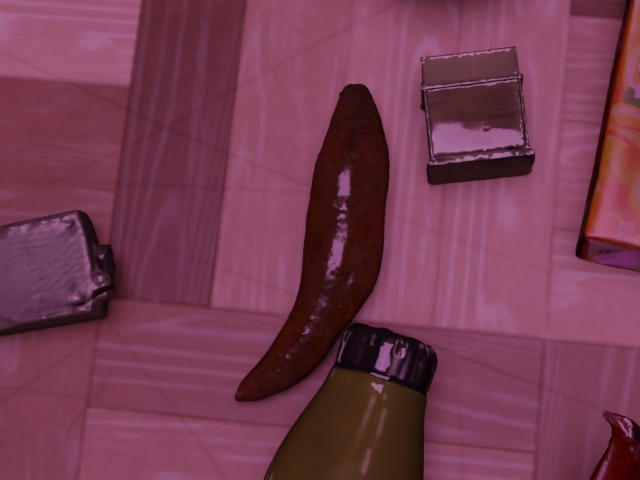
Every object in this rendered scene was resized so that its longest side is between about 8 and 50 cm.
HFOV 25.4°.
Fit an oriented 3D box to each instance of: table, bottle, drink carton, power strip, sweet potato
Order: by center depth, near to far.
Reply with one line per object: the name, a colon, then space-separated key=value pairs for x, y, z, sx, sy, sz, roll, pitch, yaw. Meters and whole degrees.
bottle: x=0.011 y=0.188 z=0.976 sx=0.112 sy=0.112 sz=0.260 roll=18 pitch=81 yaw=8
drink carton: x=0.255 y=-0.090 z=1.032 sx=0.096 sy=0.071 sz=0.223 roll=12 pitch=79 yaw=7
sweet potato: x=0.009 y=0.005 z=1.043 sx=0.078 sy=0.058 sz=0.255 roll=14 pitch=83 yaw=24
table: x=0.113 y=-0.091 z=1.047 sx=0.079 sy=0.062 sz=0.083 roll=-6 pitch=79 yaw=4
power strip: x=-0.292 y=0.043 z=1.063 sx=0.285 sy=0.048 sz=0.080 roll=-11 pitch=76 yaw=3

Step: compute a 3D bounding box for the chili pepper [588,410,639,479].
chili pepper: x=0.145 y=0.292 z=0.937 sx=0.092 sy=0.137 sz=0.368 roll=19 pitch=87 yaw=43
